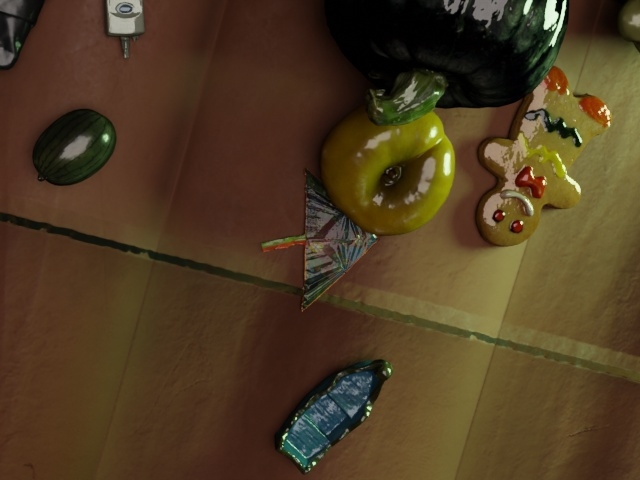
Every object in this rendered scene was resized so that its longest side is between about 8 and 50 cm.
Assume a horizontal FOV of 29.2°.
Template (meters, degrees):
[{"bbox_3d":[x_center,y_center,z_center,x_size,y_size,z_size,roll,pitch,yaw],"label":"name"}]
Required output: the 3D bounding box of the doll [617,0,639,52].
[{"bbox_3d":[0.514,-0.336,1.631,0.177,0.161,0.260,37,85,-20],"label":"doll"}]

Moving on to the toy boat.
[{"bbox_3d":[0.022,0.224,1.619,0.185,0.077,0.075,-44,107,-6],"label":"toy boat"}]

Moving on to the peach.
[{"bbox_3d":[0.088,-0.094,1.563,0.179,0.103,0.179,-5,111,-13],"label":"peach"}]

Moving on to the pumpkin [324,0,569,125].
[{"bbox_3d":[0.145,-0.247,1.457,0.296,0.296,0.296,-3,100,-16],"label":"pumpkin"}]

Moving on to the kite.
[{"bbox_3d":[0.000,0.000,1.611,0.159,0.010,0.190,0,97,-15],"label":"kite"}]

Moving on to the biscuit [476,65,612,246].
[{"bbox_3d":[0.294,-0.103,1.669,0.165,0.036,0.250,30,90,-18],"label":"biscuit"}]

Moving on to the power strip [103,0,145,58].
[{"bbox_3d":[-0.238,-0.315,1.476,0.047,0.030,0.191,-4,100,-15],"label":"power strip"}]

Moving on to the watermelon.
[{"bbox_3d":[-0.295,-0.110,1.469,0.111,0.078,0.078,-38,107,-6],"label":"watermelon"}]

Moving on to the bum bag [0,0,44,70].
[{"bbox_3d":[-0.357,-0.321,1.423,0.123,0.060,0.248,29,89,-18],"label":"bum bag"}]
